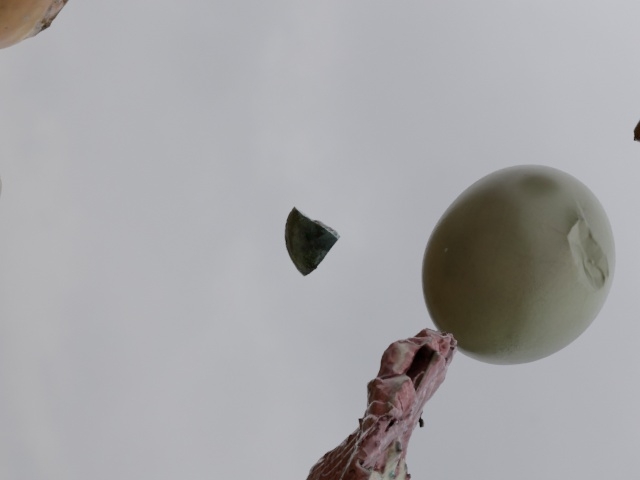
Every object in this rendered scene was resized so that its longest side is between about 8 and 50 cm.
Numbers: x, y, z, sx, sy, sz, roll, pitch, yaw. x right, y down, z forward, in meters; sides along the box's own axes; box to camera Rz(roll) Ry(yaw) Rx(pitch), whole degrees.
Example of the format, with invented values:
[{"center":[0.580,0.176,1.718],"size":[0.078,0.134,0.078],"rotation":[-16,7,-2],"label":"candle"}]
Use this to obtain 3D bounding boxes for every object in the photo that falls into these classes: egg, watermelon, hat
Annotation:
[{"center":[0.235,0.028,1.838],"size":[0.219,0.269,0.219],"rotation":[30,-30,19],"label":"egg"},{"center":[0.000,0.000,1.777],"size":[0.085,0.061,0.085],"rotation":[13,-72,42],"label":"watermelon"},{"center":[0.038,0.231,1.398],"size":[0.107,0.237,0.286],"rotation":[32,-57,11],"label":"hat"}]

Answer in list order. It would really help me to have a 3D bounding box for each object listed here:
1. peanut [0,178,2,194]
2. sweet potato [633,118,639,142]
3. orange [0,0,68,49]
[{"center":[-0.323,-0.062,1.208],"size":[0.109,0.159,0.140],"rotation":[-61,-175,-30],"label":"peanut"},{"center":[0.516,-0.136,1.663],"size":[0.385,0.109,0.109],"rotation":[-1,-84,34],"label":"sweet potato"},{"center":[-0.408,-0.363,1.791],"size":[0.312,0.312,0.312],"rotation":[173,-90,-70],"label":"orange"}]
